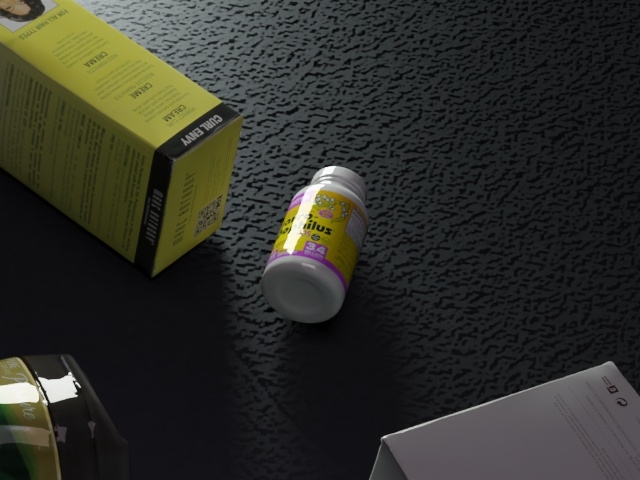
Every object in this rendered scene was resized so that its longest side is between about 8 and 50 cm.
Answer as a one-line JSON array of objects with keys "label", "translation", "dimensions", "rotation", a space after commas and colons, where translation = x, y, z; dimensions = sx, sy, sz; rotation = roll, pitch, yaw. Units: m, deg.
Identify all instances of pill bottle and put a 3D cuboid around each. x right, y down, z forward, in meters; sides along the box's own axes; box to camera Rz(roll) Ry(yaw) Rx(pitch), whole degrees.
[{"label": "pill bottle", "translation": [0.000, 0.000, 0.976], "dimensions": [0.043, 0.043, 0.083], "rotation": [17, 46, 3]}]

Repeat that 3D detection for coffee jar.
[{"label": "coffee jar", "translation": [-0.176, 0.102, 0.809], "dimensions": [0.184, 0.079, 0.096], "rotation": [-8, 23, -19]}]

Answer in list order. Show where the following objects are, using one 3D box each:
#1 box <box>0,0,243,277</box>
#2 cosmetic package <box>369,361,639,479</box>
[{"label": "box", "translation": [-0.151, -0.083, 0.992], "dimensions": [0.232, 0.087, 0.058], "rotation": [33, 47, 19]}, {"label": "cosmetic package", "translation": [0.052, 0.149, 0.713], "dimensions": [0.099, 0.239, 0.060], "rotation": [-17, 54, -27]}]
